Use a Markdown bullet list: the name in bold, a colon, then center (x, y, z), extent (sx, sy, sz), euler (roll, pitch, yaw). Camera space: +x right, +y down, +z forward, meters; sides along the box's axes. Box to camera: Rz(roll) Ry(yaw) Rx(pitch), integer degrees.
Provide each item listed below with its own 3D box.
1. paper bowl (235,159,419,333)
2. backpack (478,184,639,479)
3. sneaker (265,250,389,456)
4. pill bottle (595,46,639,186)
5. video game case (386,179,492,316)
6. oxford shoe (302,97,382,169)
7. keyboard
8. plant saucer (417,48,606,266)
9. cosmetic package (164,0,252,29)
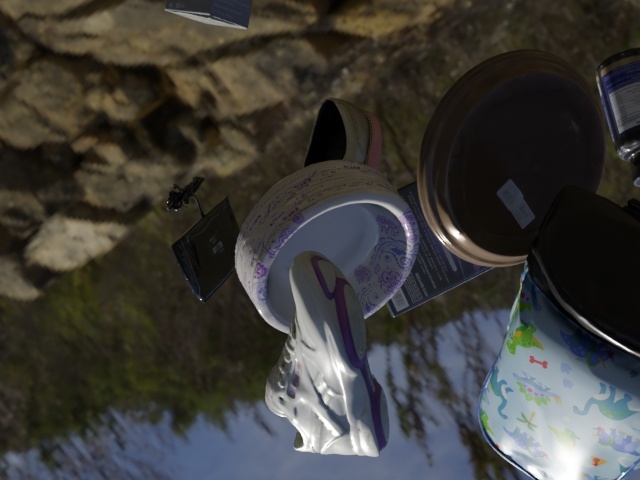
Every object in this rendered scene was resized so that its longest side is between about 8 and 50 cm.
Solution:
- **paper bowl**: center (0.000, 0.000, 2.027), extent (0.284, 0.284, 0.148), euler (-36, -132, 1)
- **backpack**: center (0.333, 0.148, 1.550), extent (0.273, 0.290, 0.355), euler (-54, 170, -20)
- **sneaker**: center (-0.011, 0.154, 1.597), extent (0.152, 0.305, 0.114), euler (-6, -149, 14)
- **pill bottle**: center (0.553, -0.209, 2.212), extent (0.122, 0.219, 0.123), euler (-11, 164, -3)
- **video game case**: center (0.205, -0.015, 2.237), extent (0.274, 0.196, 0.026), euler (-26, -176, -10)
- **oxford shoe**: center (0.009, -0.064, 2.331), extent (0.140, 0.146, 0.397), euler (-3, -105, 31)
- **keyboard**: center (-0.207, -0.021, 2.282), extent (0.033, 0.202, 0.317), euler (-17, -169, 14)
- **plant saucer**: center (0.247, -0.095, 1.597), extent (0.278, 0.278, 0.041), euler (-39, -150, -11)
- **cosmetic package**: center (-0.170, -0.481, 2.144), extent (0.107, 0.238, 0.127), euler (15, -173, 29)
